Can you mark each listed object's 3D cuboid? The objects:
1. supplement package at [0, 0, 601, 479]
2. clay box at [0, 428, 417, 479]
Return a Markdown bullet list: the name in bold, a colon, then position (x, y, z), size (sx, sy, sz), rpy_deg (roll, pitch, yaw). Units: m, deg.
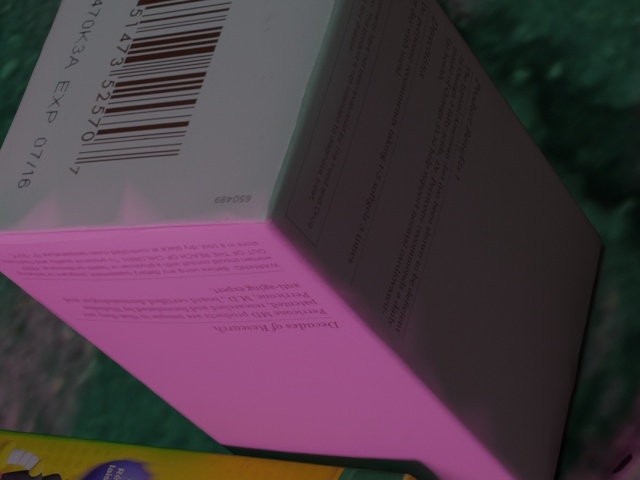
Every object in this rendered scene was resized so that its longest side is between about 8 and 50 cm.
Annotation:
- **supplement package**: position (0.000, 0.000, 0.464), size (0.105, 0.179, 0.105), rpy_deg (-3, 57, 33)
- **clay box**: position (-0.046, 0.133, 0.488), size (0.222, 0.053, 0.127), rpy_deg (-1, 59, 35)
